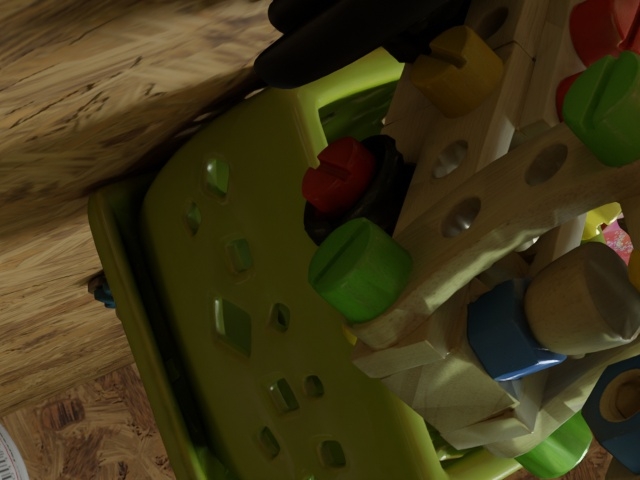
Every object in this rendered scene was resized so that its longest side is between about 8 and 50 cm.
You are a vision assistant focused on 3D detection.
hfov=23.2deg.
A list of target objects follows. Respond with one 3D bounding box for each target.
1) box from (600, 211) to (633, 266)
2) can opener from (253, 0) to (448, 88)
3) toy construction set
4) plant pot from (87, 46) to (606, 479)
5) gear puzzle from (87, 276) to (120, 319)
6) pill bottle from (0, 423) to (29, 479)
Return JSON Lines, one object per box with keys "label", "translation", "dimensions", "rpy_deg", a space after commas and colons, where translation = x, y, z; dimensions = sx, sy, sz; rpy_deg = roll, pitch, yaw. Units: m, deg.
{"label": "box", "translation": [0.235, -0.060, 1.053], "dimensions": [0.257, 0.128, 0.122], "rpy_deg": [2, 139, -48]}
{"label": "can opener", "translation": [0.033, -0.101, 0.535], "dimensions": [0.186, 0.073, 0.059], "rpy_deg": [-24, -144, 57]}
{"label": "toy construction set", "translation": [0.109, -0.048, 0.559], "dimensions": [0.215, 0.151, 0.327], "rpy_deg": [-21, -157, 44]}
{"label": "plant pot", "translation": [0.016, 0.026, 0.879], "dimensions": [0.207, 0.228, 0.227], "rpy_deg": [-19, -179, 40]}
{"label": "gear puzzle", "translation": [-0.020, 0.056, 1.342], "dimensions": [0.339, 0.044, 0.175], "rpy_deg": [9, 159, -31]}
{"label": "pill bottle", "translation": [-0.347, 0.207, 1.058], "dimensions": [0.229, 0.229, 0.407], "rpy_deg": [-24, 176, 1]}
